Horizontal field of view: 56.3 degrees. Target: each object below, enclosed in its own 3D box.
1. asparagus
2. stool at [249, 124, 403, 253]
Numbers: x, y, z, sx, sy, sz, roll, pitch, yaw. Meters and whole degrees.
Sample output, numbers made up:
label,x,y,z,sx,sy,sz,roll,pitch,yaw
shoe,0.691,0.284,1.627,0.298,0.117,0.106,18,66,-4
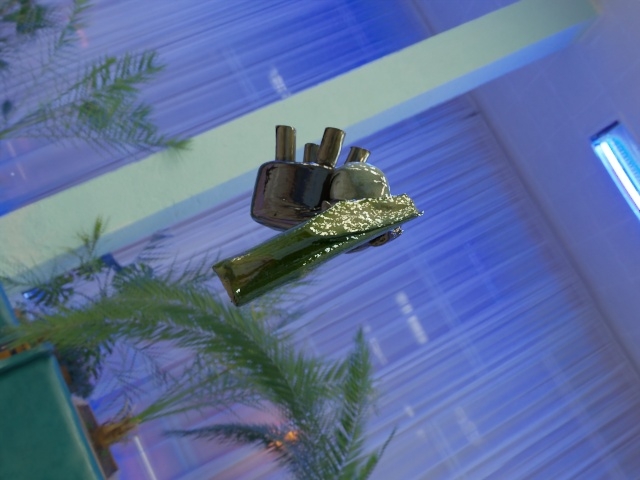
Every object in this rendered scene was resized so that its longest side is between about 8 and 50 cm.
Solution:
label,x,y,z,sx,sy,sz,roll,pitch,yaw
asparagus,0.000,0.000,0.489,0.045,0.178,0.041,64,-7,1
stool,0.006,-0.051,0.618,0.217,0.125,0.121,9,-98,61
